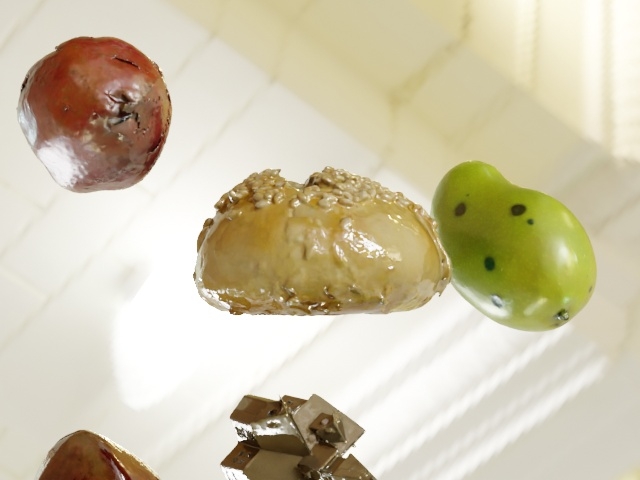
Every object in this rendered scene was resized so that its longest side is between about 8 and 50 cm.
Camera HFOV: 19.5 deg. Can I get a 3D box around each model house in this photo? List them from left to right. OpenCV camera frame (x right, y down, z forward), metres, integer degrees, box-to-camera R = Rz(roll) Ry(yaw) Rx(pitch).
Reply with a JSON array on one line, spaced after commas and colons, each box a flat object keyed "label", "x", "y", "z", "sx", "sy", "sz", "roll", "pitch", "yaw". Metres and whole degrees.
[{"label": "model house", "x": -0.010, "y": 0.313, "z": 2.706, "sx": 0.248, "sy": 0.176, "sz": 0.181, "roll": 6, "pitch": -137, "yaw": 47}]

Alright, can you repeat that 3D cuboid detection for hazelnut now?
[{"label": "hazelnut", "x": -0.288, "y": 0.338, "z": 2.386, "sx": 0.208, "sy": 0.208, "sz": 0.208, "roll": -46, "pitch": -160, "yaw": 23}]

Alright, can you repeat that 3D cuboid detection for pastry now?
[{"label": "pastry", "x": 0.000, "y": 0.000, "z": 2.311, "sx": 0.284, "sy": 0.316, "sz": 0.184, "roll": -174, "pitch": -97, "yaw": -81}]

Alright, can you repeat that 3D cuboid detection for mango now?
[{"label": "mango", "x": 0.234, "y": 0.004, "z": 2.365, "sx": 0.175, "sy": 0.143, "sz": 0.293, "roll": -55, "pitch": -137, "yaw": 12}]

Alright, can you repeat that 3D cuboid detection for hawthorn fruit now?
[{"label": "hawthorn fruit", "x": -0.236, "y": -0.142, "z": 2.073, "sx": 0.181, "sy": 0.181, "sz": 0.235, "roll": -60, "pitch": -158, "yaw": -15}]
